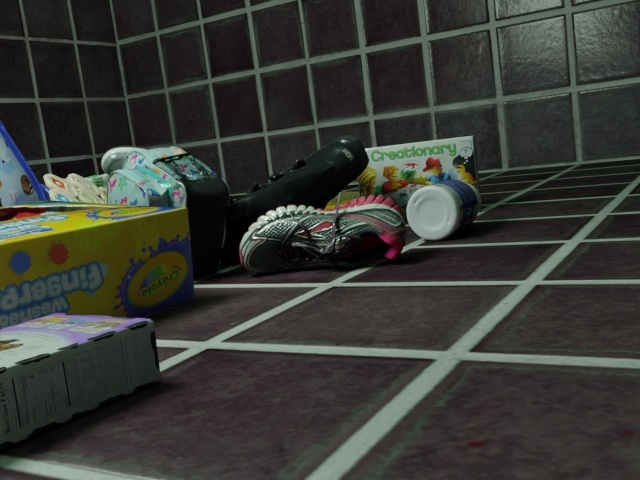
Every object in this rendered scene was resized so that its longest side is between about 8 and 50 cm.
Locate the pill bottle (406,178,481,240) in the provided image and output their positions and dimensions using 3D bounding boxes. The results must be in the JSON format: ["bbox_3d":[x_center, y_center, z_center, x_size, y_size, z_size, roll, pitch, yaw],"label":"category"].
[{"bbox_3d":[0.265,-0.069,1.476,0.112,0.111,0.187,-2,10,32],"label":"pill bottle"}]

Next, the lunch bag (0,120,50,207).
[{"bbox_3d":[-0.829,-0.084,1.673,0.328,0.385,0.239,-4,37,27],"label":"lunch bag"}]

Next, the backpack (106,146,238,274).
[{"bbox_3d":[-0.300,-0.060,1.350,0.191,0.225,0.253,-9,33,-33],"label":"backpack"}]

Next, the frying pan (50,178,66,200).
[{"bbox_3d":[-0.497,0.003,1.533,0.053,0.326,0.197,-35,-37,26],"label":"frying pan"}]

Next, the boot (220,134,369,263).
[{"bbox_3d":[-0.119,-0.055,1.630,0.367,0.146,0.445,-43,0,42],"label":"boot"}]

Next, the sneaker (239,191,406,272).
[{"bbox_3d":[0.000,0.000,1.244,0.299,0.120,0.112,-14,37,8],"label":"sneaker"}]

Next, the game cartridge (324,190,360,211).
[{"bbox_3d":[0.069,-0.115,2.221,0.285,0.052,0.324,-13,9,-34],"label":"game cartridge"}]

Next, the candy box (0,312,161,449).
[{"bbox_3d":[-0.288,0.130,0.694,0.165,0.070,0.196,-1,9,36],"label":"candy box"}]

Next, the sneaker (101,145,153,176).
[{"bbox_3d":[-0.357,-0.095,1.610,0.296,0.123,0.178,22,31,-26],"label":"sneaker"}]

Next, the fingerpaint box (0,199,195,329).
[{"bbox_3d":[-0.474,0.046,1.036,0.371,0.163,0.445,5,13,36],"label":"fingerpaint box"}]

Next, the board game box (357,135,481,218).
[{"bbox_3d":[0.249,-0.156,1.825,0.306,0.192,0.053,-5,8,17],"label":"board game box"}]

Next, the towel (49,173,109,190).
[{"bbox_3d":[-0.442,-0.055,1.616,0.038,0.247,0.325,-36,-4,21],"label":"towel"}]

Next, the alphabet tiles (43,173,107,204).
[{"bbox_3d":[-0.429,-0.033,1.447,0.278,0.021,0.284,30,17,-45],"label":"alphabet tiles"}]
